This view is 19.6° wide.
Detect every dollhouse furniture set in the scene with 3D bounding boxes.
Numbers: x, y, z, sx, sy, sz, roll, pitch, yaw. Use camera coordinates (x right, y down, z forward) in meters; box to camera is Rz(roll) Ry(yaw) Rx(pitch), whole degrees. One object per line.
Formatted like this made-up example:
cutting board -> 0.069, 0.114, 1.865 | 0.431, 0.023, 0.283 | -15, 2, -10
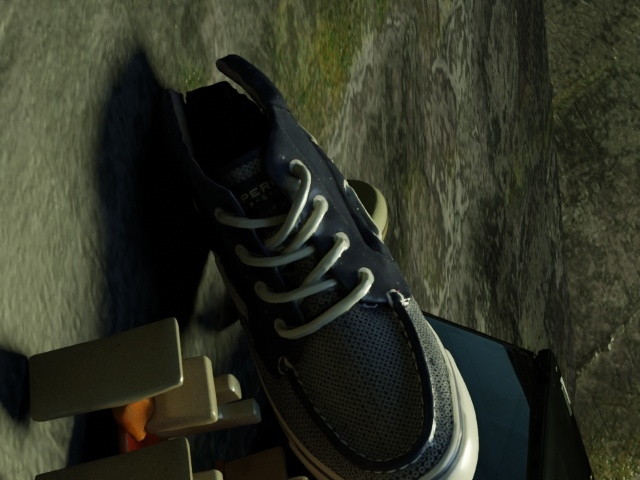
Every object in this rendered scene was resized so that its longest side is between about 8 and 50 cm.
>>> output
dollhouse furniture set -> -0.094, 0.209, 1.091 | 0.262, 0.135, 0.259 | 58, 20, -58

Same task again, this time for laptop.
laptop -> 0.111, 0.272, 1.450 | 0.408, 0.236, 0.382 | -79, 153, -48

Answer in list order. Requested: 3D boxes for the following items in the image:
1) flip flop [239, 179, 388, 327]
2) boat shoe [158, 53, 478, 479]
flip flop -> 0.000, 0.000, 1.430 | 0.277, 0.112, 0.080 | -70, 156, -64
boat shoe -> -0.016, 0.024, 1.219 | 0.340, 0.127, 0.158 | 58, 0, 41
